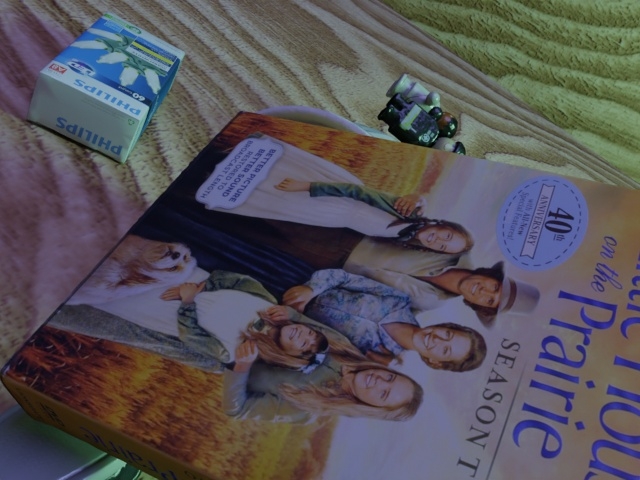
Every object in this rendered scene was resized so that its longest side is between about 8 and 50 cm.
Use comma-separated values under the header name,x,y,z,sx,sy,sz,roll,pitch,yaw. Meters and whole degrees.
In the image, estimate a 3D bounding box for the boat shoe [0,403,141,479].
name,x,y,z,sx,sy,sz,roll,pitch,yaw
boat shoe,-0.198,0.189,0.409,0.114,0.091,0.302,9,25,25

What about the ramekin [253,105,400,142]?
name,x,y,z,sx,sy,sz,roll,pitch,yaw
ramekin,0.000,0.000,0.677,0.277,0.277,0.135,42,26,16

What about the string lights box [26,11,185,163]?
name,x,y,z,sx,sy,sz,roll,pitch,yaw
string lights box,-0.292,-0.224,0.905,0.133,0.077,0.260,25,32,-15

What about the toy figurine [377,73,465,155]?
name,x,y,z,sx,sy,sz,roll,pitch,yaw
toy figurine,0.128,-0.145,1.046,0.148,0.213,0.209,38,28,-9

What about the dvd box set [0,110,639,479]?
name,x,y,z,sx,sy,sz,roll,pitch,yaw
dvd box set,0.048,0.053,0.426,0.420,0.062,0.307,16,52,24
